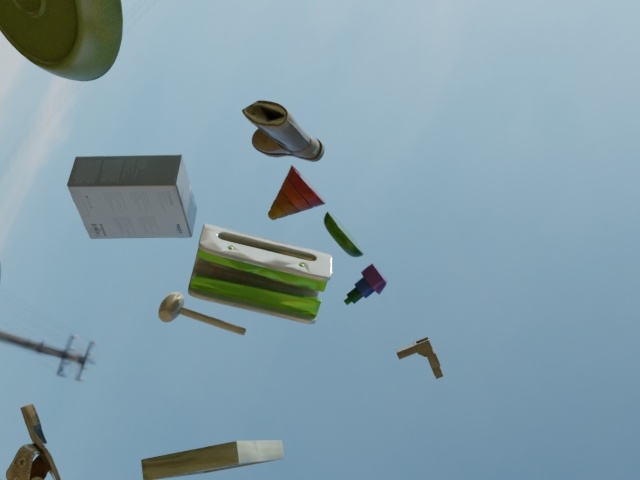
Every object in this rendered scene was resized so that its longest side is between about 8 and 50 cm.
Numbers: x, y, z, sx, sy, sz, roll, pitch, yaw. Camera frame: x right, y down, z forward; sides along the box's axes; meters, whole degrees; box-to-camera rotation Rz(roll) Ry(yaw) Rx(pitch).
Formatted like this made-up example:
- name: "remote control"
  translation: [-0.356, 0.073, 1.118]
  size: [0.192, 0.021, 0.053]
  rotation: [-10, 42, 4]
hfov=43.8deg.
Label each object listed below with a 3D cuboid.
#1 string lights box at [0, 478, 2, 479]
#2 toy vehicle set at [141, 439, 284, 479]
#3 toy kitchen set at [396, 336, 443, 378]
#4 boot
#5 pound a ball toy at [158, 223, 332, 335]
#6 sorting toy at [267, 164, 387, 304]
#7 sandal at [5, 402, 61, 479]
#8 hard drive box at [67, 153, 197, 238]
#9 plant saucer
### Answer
- name: "string lights box"
  translation: [-0.672, 0.419, 1.292]
  size: [0.133, 0.259, 0.077]
  rotation: [26, -69, 41]
- name: "toy vehicle set"
  translation: [-0.178, 0.380, 1.383]
  size: [0.166, 0.267, 0.035]
  rotation: [-13, -106, 10]
- name: "toy kitchen set"
  translation: [0.210, 0.253, 1.685]
  size: [0.075, 0.083, 0.068]
  rotation: [-23, -176, 6]
- name: "boot"
  translation: [-0.130, -0.296, 2.087]
  size: [0.236, 0.269, 0.089]
  rotation: [10, -99, 25]
- name: "pound a ball toy"
  translation: [-0.156, 0.087, 1.649]
  size: [0.136, 0.319, 0.208]
  rotation: [-88, -166, -59]
- name: "sorting toy"
  translation: [0.000, 0.000, 1.807]
  size: [0.126, 0.127, 0.365]
  rotation: [-39, -109, 6]
- name: "sandal"
  translation: [-0.491, 0.377, 1.341]
  size: [0.240, 0.079, 0.088]
  rotation: [46, -34, 45]
- name: "hard drive box"
  translation: [-0.400, -0.091, 1.716]
  size: [0.181, 0.232, 0.089]
  rotation: [86, 6, -52]
- name: "plant saucer"
  translation: [-0.317, -0.286, 0.884]
  size: [0.241, 0.241, 0.037]
  rotation: [-20, -166, 48]
